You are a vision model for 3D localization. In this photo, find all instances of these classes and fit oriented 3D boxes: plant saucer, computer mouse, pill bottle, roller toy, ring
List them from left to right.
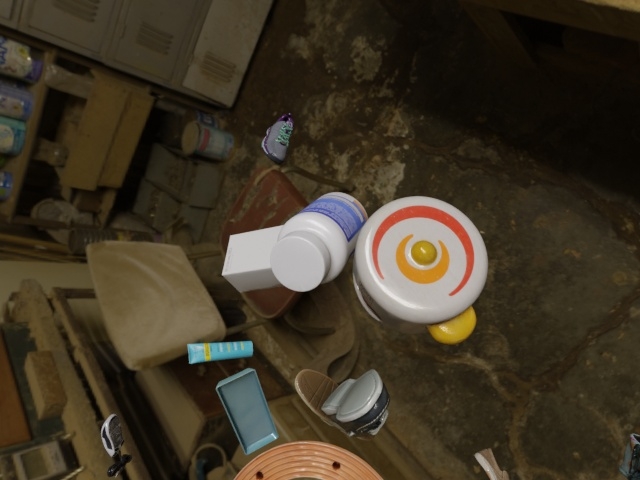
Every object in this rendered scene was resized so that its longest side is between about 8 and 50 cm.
[{"bbox_3d":[-0.659,0.645,1.381,0.042,0.106,0.193,-7,98,10],"label":"computer mouse"},{"bbox_3d":[-0.122,0.292,0.738,0.018,0.067,0.192,45,152,50],"label":"plant saucer"},{"bbox_3d":[-0.017,0.518,0.749,0.335,0.032,0.338,-1,85,9],"label":"ring"},{"bbox_3d":[0.000,0.000,0.919,0.152,0.272,0.153,7,111,19],"label":"pill bottle"},{"bbox_3d":[0.144,0.040,0.658,0.190,0.146,0.210,14,71,7],"label":"roller toy"}]

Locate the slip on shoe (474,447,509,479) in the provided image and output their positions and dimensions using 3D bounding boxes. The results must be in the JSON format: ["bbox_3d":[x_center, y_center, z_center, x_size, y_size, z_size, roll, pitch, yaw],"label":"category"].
[{"bbox_3d":[0.384,0.510,0.925,0.041,0.052,0.135,-31,32,-1],"label":"slip on shoe"}]

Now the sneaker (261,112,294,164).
[{"bbox_3d":[-0.124,-0.323,1.338,0.098,0.083,0.224,-47,30,27],"label":"sneaker"}]

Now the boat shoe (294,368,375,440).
[{"bbox_3d":[0.033,0.501,1.306,0.098,0.302,0.109,-36,19,53],"label":"boat shoe"}]

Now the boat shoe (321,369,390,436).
[{"bbox_3d":[0.083,0.321,0.832,0.091,0.302,0.114,42,72,6],"label":"boat shoe"}]

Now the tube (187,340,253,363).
[{"bbox_3d":[-0.329,0.365,1.428,0.080,0.206,0.052,-122,38,-54],"label":"tube"}]

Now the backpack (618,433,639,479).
[{"bbox_3d":[0.749,0.514,0.884,0.224,0.253,0.191,19,93,16],"label":"backpack"}]

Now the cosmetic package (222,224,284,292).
[{"bbox_3d":[-0.171,0.066,1.664,0.364,0.155,0.197,-10,53,17],"label":"cosmetic package"}]
